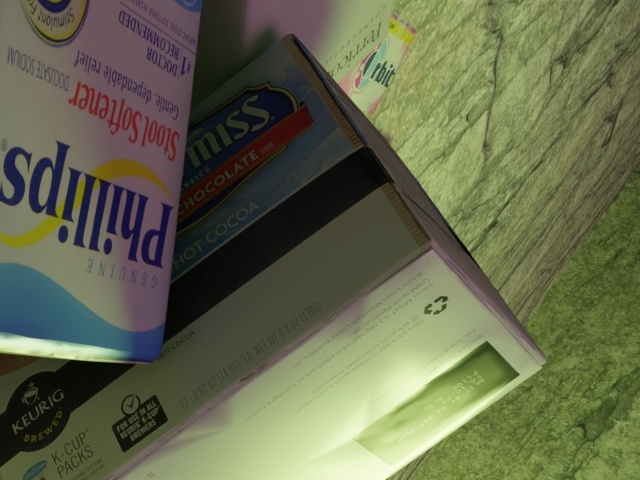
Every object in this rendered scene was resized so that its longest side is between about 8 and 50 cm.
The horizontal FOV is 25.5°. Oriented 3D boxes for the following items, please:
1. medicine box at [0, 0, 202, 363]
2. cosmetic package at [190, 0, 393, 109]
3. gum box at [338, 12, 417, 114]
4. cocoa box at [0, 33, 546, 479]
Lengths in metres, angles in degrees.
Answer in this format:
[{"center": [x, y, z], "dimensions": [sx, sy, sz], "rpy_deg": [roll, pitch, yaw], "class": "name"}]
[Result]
[{"center": [-0.190, -0.081, 0.813], "dimensions": [0.263, 0.149, 0.289], "rpy_deg": [22, 72, -72], "class": "medicine box"}, {"center": [-0.045, -0.289, 1.012], "dimensions": [0.230, 0.161, 0.453], "rpy_deg": [-47, 159, -34], "class": "cosmetic package"}, {"center": [0.030, -0.206, 1.501], "dimensions": [0.107, 0.062, 0.188], "rpy_deg": [-61, 162, 7], "class": "gum box"}, {"center": [-0.062, 0.070, 1.039], "dimensions": [0.347, 0.228, 0.231], "rpy_deg": [-37, 143, 7], "class": "cocoa box"}]
